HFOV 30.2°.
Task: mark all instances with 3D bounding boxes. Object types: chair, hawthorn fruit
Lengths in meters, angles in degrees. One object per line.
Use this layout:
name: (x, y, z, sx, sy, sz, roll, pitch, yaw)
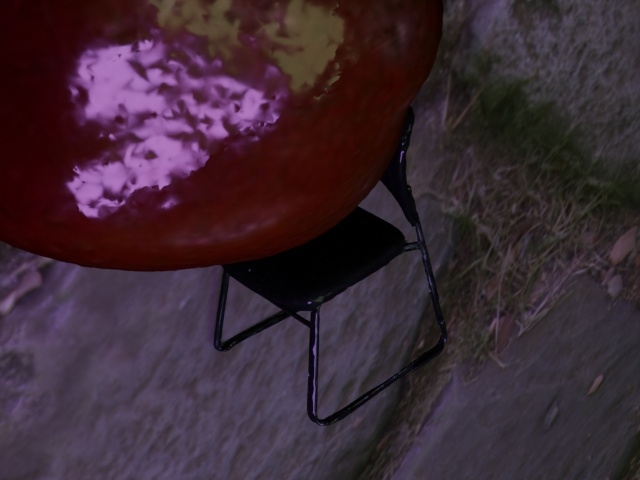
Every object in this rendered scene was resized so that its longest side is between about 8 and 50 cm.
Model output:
chair: (0.000, 0.000, 0.917, 0.145, 0.140, 0.221, -28, 129, -31)
hawthorn fruit: (-0.080, -0.113, 0.674, 0.311, 0.295, 0.295, -45, 138, -13)
